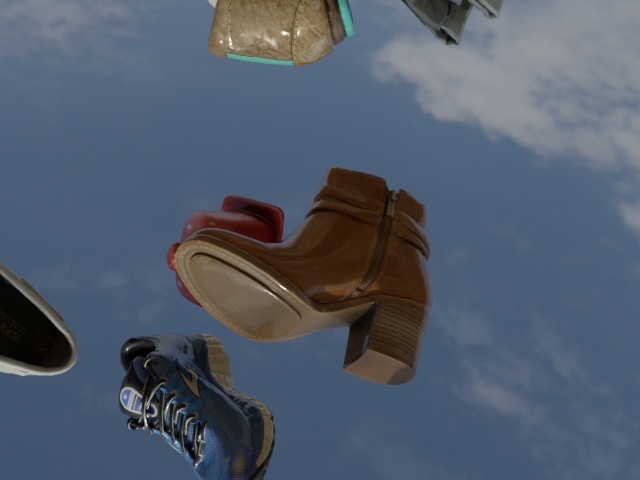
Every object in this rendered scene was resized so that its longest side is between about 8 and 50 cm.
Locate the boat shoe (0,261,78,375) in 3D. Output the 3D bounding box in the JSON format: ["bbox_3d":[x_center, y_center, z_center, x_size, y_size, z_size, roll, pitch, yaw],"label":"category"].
[{"bbox_3d":[-0.300,0.030,0.714,0.088,0.267,0.096,5,-123,49],"label":"boat shoe"}]

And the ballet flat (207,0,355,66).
[{"bbox_3d":[-0.070,-0.280,0.650,0.124,0.116,0.342,-13,-96,4],"label":"ballet flat"}]

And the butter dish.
[{"bbox_3d":[-0.131,0.024,1.140,0.118,0.159,0.160,5,-173,-35],"label":"butter dish"}]

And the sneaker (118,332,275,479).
[{"bbox_3d":[-0.163,0.212,1.104,0.147,0.129,0.330,11,-164,-31],"label":"sneaker"}]

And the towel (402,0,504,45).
[{"bbox_3d":[0.138,-0.400,0.953,0.056,0.324,0.312,22,175,42],"label":"towel"}]

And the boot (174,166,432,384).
[{"bbox_3d":[0.000,0.000,0.955,0.283,0.109,0.220,23,-128,-17],"label":"boot"}]
